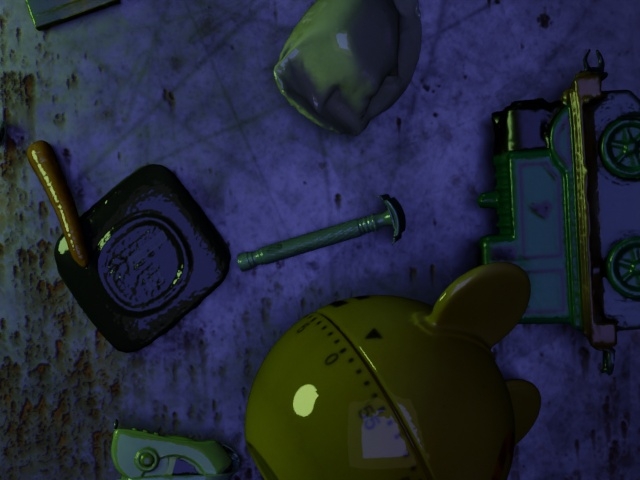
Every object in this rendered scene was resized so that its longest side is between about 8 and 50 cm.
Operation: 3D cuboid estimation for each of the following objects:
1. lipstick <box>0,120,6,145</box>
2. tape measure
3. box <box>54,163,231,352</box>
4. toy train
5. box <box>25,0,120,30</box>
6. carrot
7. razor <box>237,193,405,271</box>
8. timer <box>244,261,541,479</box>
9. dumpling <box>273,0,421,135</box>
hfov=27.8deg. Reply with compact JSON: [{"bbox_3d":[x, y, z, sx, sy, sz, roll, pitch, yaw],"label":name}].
[{"bbox_3d":[-0.484,-0.158,1.742,0.116,0.037,0.037,16,90,2],"label":"lipstick"},{"bbox_3d":[-0.198,0.327,1.727,0.177,0.087,0.154,8,78,-3],"label":"tape measure"},{"bbox_3d":[-0.242,0.025,1.745,0.212,0.042,0.201,-38,91,0],"label":"box"},{"bbox_3d":[0.326,-0.035,1.706,0.249,0.178,0.430,-3,91,9],"label":"toy train"},{"bbox_3d":[-0.359,-0.395,1.744,0.121,0.030,0.193,-19,92,-1],"label":"box"},{"bbox_3d":[-0.346,-0.049,1.726,0.037,0.037,0.190,-25,77,-1],"label":"carrot"},{"bbox_3d":[0.000,0.000,1.742,0.231,0.106,0.068,-17,90,10],"label":"razor"},{"bbox_3d":[0.108,0.215,1.624,0.386,0.376,0.376,-30,91,-13],"label":"timer"},{"bbox_3d":[0.051,-0.248,1.727,0.179,0.131,0.252,48,68,-25],"label":"dumpling"}]
